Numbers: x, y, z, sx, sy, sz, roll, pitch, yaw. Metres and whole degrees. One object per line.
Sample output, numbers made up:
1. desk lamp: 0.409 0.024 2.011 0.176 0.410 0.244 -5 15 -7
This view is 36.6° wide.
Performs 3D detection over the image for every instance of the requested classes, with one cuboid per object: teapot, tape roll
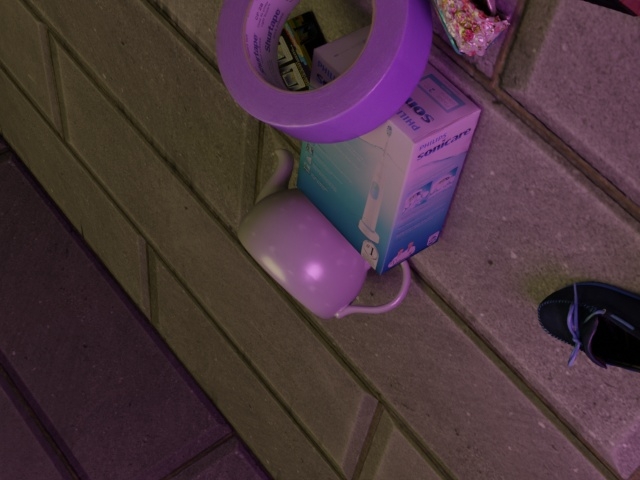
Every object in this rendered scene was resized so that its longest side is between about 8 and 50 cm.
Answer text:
1. teapot: 0.000 0.000 1.642 0.256 0.187 0.252 43 -177 -29
2. tape roll: 0.002 -0.269 1.255 0.275 0.275 0.090 46 -167 25

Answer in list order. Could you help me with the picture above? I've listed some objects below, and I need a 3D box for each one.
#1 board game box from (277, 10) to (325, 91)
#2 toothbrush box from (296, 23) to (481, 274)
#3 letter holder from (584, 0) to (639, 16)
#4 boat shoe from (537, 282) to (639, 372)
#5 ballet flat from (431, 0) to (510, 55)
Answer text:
1. board game box: -0.029 -0.267 1.553 0.141 0.048 0.170 -1 116 63
2. toothbrush box: 0.086 -0.130 1.403 0.216 0.126 0.295 47 152 26
3. letter holder: 0.207 -0.365 0.895 0.152 0.214 0.302 23 -168 -34
4. boat shoe: 0.360 0.110 1.213 0.258 0.089 0.109 2 118 60
5. ballet flat: 0.152 -0.336 1.152 0.077 0.091 0.241 -25 100 33
